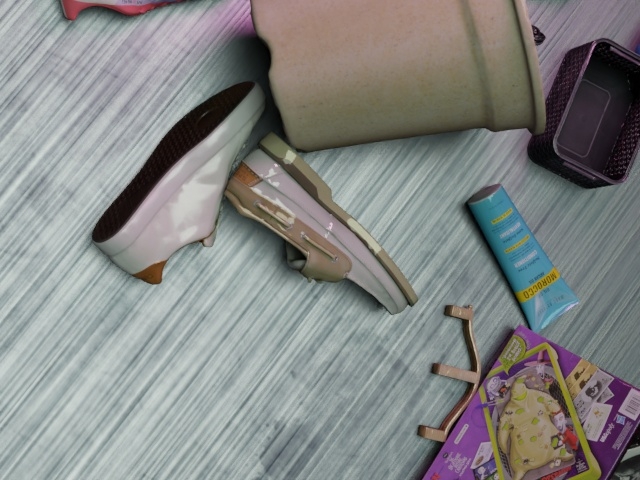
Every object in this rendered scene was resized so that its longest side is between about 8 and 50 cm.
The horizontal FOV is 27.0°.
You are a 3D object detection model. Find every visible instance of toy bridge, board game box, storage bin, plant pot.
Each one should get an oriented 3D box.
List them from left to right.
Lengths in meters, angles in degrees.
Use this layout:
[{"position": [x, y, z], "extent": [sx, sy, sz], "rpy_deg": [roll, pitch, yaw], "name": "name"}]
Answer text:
[{"position": [0.083, -0.253, 1.639], "extent": [0.305, 0.334, 0.334], "rpy_deg": [-15, 92, 4], "name": "plant pot"}, {"position": [0.182, 0.178, 1.792], "extent": [0.063, 0.026, 0.188], "rpy_deg": [15, 84, -17], "name": "toy bridge"}, {"position": [0.260, 0.304, 1.743], "extent": [0.208, 0.056, 0.347], "rpy_deg": [30, 79, 21], "name": "board game box"}, {"position": [0.379, -0.173, 1.832], "extent": [0.122, 0.084, 0.180], "rpy_deg": [25, 81, -13], "name": "storage bin"}]

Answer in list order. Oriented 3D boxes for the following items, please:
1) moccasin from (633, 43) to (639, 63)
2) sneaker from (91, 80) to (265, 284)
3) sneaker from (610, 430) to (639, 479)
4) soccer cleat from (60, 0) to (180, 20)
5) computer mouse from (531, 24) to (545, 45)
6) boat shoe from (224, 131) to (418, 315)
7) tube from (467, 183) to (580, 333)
[{"position": [0.611, -0.220, 1.874], "extent": [0.342, 0.138, 0.117], "rpy_deg": [29, 76, -14], "name": "moccasin"}, {"position": [-0.155, -0.070, 1.682], "extent": [0.290, 0.106, 0.123], "rpy_deg": [-50, 121, -11], "name": "sneaker"}, {"position": [0.418, 0.328, 1.826], "extent": [0.283, 0.107, 0.124], "rpy_deg": [-23, 103, -8], "name": "sneaker"}, {"position": [-0.209, -0.326, 1.684], "extent": [0.248, 0.083, 0.095], "rpy_deg": [-4, 118, -21], "name": "soccer cleat"}, {"position": [0.219, -0.233, 1.810], "extent": [0.106, 0.042, 0.193], "rpy_deg": [34, 79, -13], "name": "computer mouse"}, {"position": [0.000, 0.000, 1.698], "extent": [0.103, 0.113, 0.302], "rpy_deg": [-45, 111, -3], "name": "boat shoe"}, {"position": [0.273, 0.022, 1.817], "extent": [0.080, 0.052, 0.207], "rpy_deg": [-33, 103, -3], "name": "tube"}]
